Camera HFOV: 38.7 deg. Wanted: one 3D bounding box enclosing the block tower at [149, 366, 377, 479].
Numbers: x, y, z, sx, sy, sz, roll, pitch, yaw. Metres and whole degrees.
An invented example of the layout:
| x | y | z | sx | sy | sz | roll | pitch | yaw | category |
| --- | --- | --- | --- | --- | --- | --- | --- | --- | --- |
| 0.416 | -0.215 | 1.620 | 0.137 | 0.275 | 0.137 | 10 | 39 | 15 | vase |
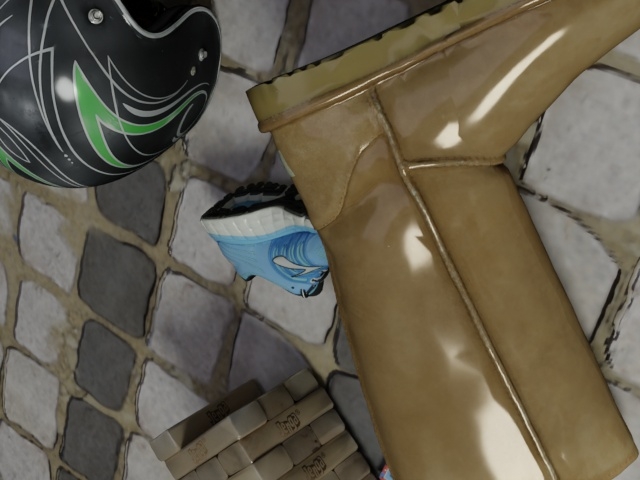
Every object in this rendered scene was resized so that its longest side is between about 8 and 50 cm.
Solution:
| x | y | z | sx | sy | sz | roll | pitch | yaw | category |
| --- | --- | --- | --- | --- | --- | --- | --- | --- | --- |
| 0.020 | 0.247 | 0.611 | 0.097 | 0.091 | 0.335 | -41 | 79 | 41 | block tower |

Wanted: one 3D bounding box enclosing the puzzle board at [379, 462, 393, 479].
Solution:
| x | y | z | sx | sy | sz | roll | pitch | yaw | category |
| --- | --- | --- | --- | --- | --- | --- | --- | --- | --- |
| 0.103 | 0.156 | 0.579 | 0.128 | 0.011 | 0.096 | 33 | 120 | 24 | puzzle board |

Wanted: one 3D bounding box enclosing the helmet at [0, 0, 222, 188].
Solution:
| x | y | z | sx | sy | sz | roll | pitch | yaw | category |
| --- | --- | --- | --- | --- | --- | --- | --- | --- | --- |
| -0.164 | -0.117 | 0.599 | 0.169 | 0.161 | 0.169 | 11 | 109 | 33 | helmet |

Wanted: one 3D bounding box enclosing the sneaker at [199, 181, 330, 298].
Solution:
| x | y | z | sx | sy | sz | roll | pitch | yaw | category |
| --- | --- | --- | --- | --- | --- | --- | --- | --- | --- |
| 0.000 | 0.000 | 0.592 | 0.162 | 0.063 | 0.073 | 1 | 122 | 39 | sneaker |

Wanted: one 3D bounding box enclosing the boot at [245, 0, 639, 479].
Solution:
| x | y | z | sx | sy | sz | roll | pitch | yaw | category |
| --- | --- | --- | --- | --- | --- | --- | --- | --- | --- |
| 0.110 | 0.003 | 0.484 | 0.236 | 0.089 | 0.269 | -20 | 101 | 18 | boot |
